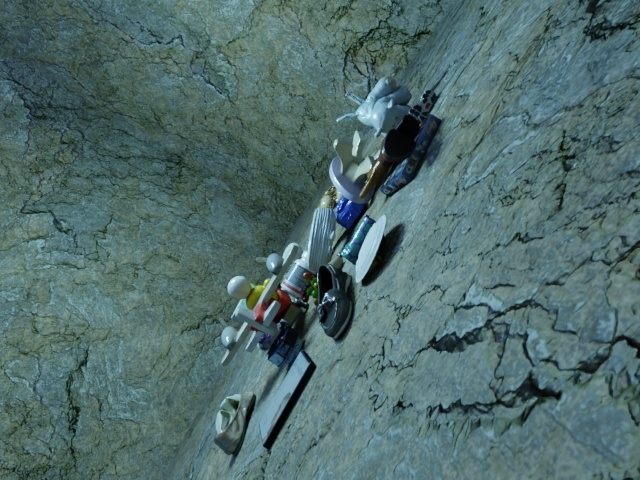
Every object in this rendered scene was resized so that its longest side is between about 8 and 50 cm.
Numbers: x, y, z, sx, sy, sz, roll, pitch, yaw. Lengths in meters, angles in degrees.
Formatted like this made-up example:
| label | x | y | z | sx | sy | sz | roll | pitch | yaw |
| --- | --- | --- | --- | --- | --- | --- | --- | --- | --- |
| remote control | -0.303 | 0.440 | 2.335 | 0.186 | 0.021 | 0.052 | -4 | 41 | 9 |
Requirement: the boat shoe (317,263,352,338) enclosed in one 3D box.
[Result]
| label | x | y | z | sx | sy | sz | roll | pitch | yaw |
| --- | --- | --- | --- | --- | --- | --- | --- | --- | --- |
| boat shoe | 0.024 | 0.164 | 1.414 | 0.112 | 0.095 | 0.335 | -56 | 8 | 19 |

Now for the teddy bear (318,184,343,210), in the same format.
| label | x | y | z | sx | sy | sz | roll | pitch | yaw |
| --- | --- | --- | --- | --- | --- | --- | --- | --- | --- |
| teddy bear | 0.111 | -0.212 | 2.119 | 0.245 | 0.113 | 0.338 | -39 | 9 | 18 |

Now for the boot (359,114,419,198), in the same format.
| label | x | y | z | sx | sy | sz | roll | pitch | yaw |
| --- | --- | --- | --- | --- | --- | --- | --- | --- | --- |
| boot | 0.191 | -0.245 | 1.605 | 0.280 | 0.096 | 0.264 | -53 | 10 | 41 |

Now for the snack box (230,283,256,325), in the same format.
| label | x | y | z | sx | sy | sz | roll | pitch | yaw |
| --- | --- | --- | --- | --- | --- | --- | --- | --- | --- |
| snack box | -0.270 | 0.321 | 2.248 | 0.070 | 0.207 | 0.175 | -50 | 12 | 55 |

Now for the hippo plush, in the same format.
| label | x | y | z | sx | sy | sz | roll | pitch | yaw |
| --- | --- | --- | --- | --- | --- | --- | --- | --- | --- |
| hippo plush | 0.258 | -0.511 | 1.931 | 0.236 | 0.294 | 0.235 | -121 | 49 | -69 |

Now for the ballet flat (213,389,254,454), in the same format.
| label | x | y | z | sx | sy | sz | roll | pitch | yaw |
| --- | --- | --- | --- | --- | --- | --- | --- | --- | --- |
| ballet flat | -0.304 | 0.608 | 1.752 | 0.108 | 0.106 | 0.316 | -57 | 8 | 13 |

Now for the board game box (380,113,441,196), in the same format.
| label | x | y | z | sx | sy | sz | roll | pitch | yaw |
| --- | --- | --- | --- | --- | --- | --- | --- | --- | --- |
| board game box | 0.287 | -0.270 | 1.606 | 0.243 | 0.042 | 0.165 | -62 | 8 | -20 |

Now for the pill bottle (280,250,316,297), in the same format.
| label | x | y | z | sx | sy | sz | roll | pitch | yaw |
| --- | --- | --- | --- | --- | --- | --- | --- | --- | --- |
| pill bottle | -0.078 | 0.140 | 2.101 | 0.180 | 0.108 | 0.108 | -59 | 8 | -2 |

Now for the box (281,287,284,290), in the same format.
| label | x | y | z | sx | sy | sz | roll | pitch | yaw |
| --- | --- | --- | --- | --- | --- | --- | --- | --- | --- |
| box | -0.110 | 0.185 | 2.257 | 0.126 | 0.072 | 0.137 | -61 | 9 | -11 |

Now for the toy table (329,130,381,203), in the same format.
| label | x | y | z | sx | sy | sz | roll | pitch | yaw |
| --- | --- | --- | --- | --- | --- | --- | --- | --- | --- |
| toy table | 0.147 | -0.288 | 1.919 | 0.161 | 0.252 | 0.274 | -64 | 38 | 36 |

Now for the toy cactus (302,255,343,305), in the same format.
| label | x | y | z | sx | sy | sz | roll | pitch | yaw |
| --- | --- | --- | --- | --- | --- | --- | --- | --- | --- |
| toy cactus | 0.011 | 0.123 | 1.703 | 0.180 | 0.112 | 0.219 | -52 | -5 | -32 |

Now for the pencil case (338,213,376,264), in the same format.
| label | x | y | z | sx | sy | sz | roll | pitch | yaw |
| --- | --- | --- | --- | --- | --- | --- | --- | --- | --- |
| pencil case | 0.121 | -0.001 | 1.544 | 0.152 | 0.064 | 0.070 | -57 | 33 | 12 |

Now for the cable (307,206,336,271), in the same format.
| label | x | y | z | sx | sy | sz | roll | pitch | yaw |
| --- | --- | --- | --- | --- | --- | --- | --- | --- | --- |
| cable | 0.000 | 0.000 | 1.963 | 0.257 | 0.089 | 0.257 | -85 | 5 | -45 |

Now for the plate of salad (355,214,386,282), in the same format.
| label | x | y | z | sx | sy | sz | roll | pitch | yaw |
| --- | --- | --- | --- | --- | --- | --- | --- | --- | --- |
| plate of salad | 0.145 | 0.026 | 1.365 | 0.200 | 0.048 | 0.200 | -159 | 90 | -86 |

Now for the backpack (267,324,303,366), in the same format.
| label | x | y | z | sx | sy | sz | roll | pitch | yaw |
| --- | --- | --- | --- | --- | --- | --- | --- | --- | --- |
| backpack | -0.114 | 0.350 | 1.613 | 0.114 | 0.084 | 0.105 | -51 | 6 | 17 |

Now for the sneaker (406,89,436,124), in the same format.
| label | x | y | z | sx | sy | sz | roll | pitch | yaw |
| --- | --- | --- | --- | --- | --- | --- | --- | --- | --- |
| sneaker | 0.370 | -0.471 | 1.839 | 0.170 | 0.068 | 0.071 | -52 | -9 | -13 |

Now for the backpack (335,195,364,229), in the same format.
| label | x | y | z | sx | sy | sz | roll | pitch | yaw |
| --- | --- | --- | --- | --- | --- | --- | --- | --- | --- |
| backpack | 0.106 | -0.111 | 1.936 | 0.120 | 0.101 | 0.098 | -62 | 1 | 19 |

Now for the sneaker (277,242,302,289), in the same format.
| label | x | y | z | sx | sy | sz | roll | pitch | yaw |
| --- | --- | --- | --- | --- | --- | --- | --- | --- | --- |
| sneaker | -0.185 | 0.162 | 2.739 | 0.169 | 0.108 | 0.293 | -72 | 6 | -53 |

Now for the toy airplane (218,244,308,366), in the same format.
| label | x | y | z | sx | sy | sz | roll | pitch | yaw |
| --- | --- | --- | --- | --- | --- | --- | --- | --- | --- |
| toy airplane | -0.224 | 0.228 | 1.763 | 0.386 | 0.272 | 0.384 | -49 | -12 | -35 |

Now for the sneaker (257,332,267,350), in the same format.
| label | x | y | z | sx | sy | sz | roll | pitch | yaw |
| --- | --- | --- | --- | --- | --- | --- | --- | --- | --- |
| sneaker | -0.225 | 0.342 | 2.103 | 0.163 | 0.086 | 0.226 | 132 | 132 | -66 |

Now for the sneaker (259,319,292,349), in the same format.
| label | x | y | z | sx | sy | sz | roll | pitch | yaw |
| --- | --- | --- | --- | --- | --- | --- | --- | --- | --- |
| sneaker | -0.167 | 0.328 | 1.976 | 0.083 | 0.098 | 0.224 | -49 | 13 | 51 |

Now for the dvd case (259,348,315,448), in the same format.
| label | x | y | z | sx | sy | sz | roll | pitch | yaw |
| --- | --- | --- | --- | --- | --- | --- | --- | --- | --- |
| dvd case | -0.097 | 0.438 | 1.410 | 0.253 | 0.022 | 0.180 | -60 | 8 | -6 |
